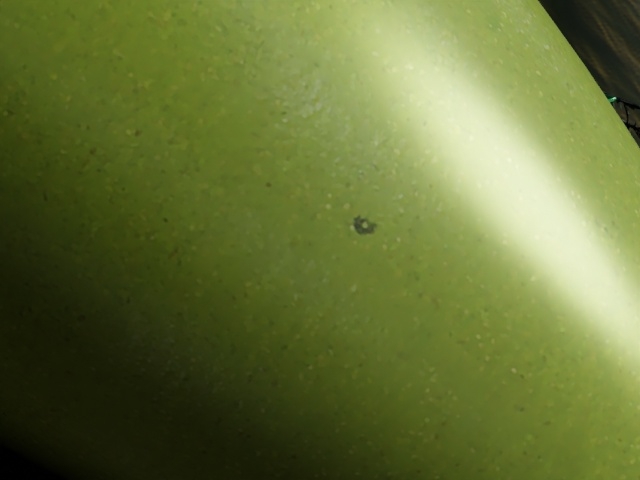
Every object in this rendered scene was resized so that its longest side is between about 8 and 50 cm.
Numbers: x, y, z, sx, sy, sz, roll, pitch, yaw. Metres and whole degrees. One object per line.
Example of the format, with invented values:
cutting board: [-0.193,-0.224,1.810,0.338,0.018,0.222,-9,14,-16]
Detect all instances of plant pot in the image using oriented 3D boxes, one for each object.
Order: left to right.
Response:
plant pot: [0.000,0.000,0.616,0.293,0.275,0.275,40,4,1]

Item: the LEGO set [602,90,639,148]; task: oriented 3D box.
LEGO set: [0.133,0.030,1.074,0.255,0.192,0.331,-19,20,-26]
